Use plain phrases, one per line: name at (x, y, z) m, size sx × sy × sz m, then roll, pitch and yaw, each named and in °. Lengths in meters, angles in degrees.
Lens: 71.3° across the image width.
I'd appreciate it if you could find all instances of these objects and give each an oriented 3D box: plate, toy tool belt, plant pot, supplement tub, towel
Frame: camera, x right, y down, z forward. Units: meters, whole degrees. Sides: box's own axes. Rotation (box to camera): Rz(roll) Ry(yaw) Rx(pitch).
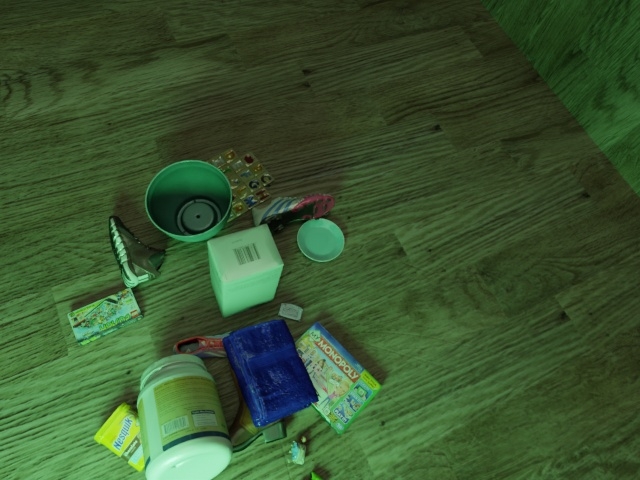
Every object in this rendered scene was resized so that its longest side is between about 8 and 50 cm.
plate at (0.000, 0.000, 1.755) m, size 0.188 × 0.024 × 0.188 m, roll 5°, pitch 64°, yaw -9°
toy tool belt at (-0.074, 0.660, 1.410) m, size 0.051 × 0.052 × 0.083 m, roll 14°, pitch 62°, yaw -13°
plant pot at (-0.458, -0.115, 1.621) m, size 0.294 × 0.196 × 0.292 m, roll 1°, pitch 70°, yaw -4°
supplement tub at (-0.397, 0.511, 1.281) m, size 0.229 × 0.228 × 0.316 m, roll -15°, pitch 45°, yaw -17°
towel at (-0.159, 0.409, 1.430) m, size 0.228 × 0.076 × 0.308 m, roll -15°, pitch 63°, yaw -26°

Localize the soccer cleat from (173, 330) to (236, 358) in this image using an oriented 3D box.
soccer cleat at (-0.360, 0.347, 1.482) m, size 0.248 × 0.095 × 0.082 m, roll -7°, pitch 66°, yaw -13°

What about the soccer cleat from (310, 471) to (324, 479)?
soccer cleat at (-0.060, 0.788, 1.352) m, size 0.072 × 0.060 × 0.179 m, roll 37°, pitch 57°, yaw 19°

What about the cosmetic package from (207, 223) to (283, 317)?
cosmetic package at (-0.251, 0.113, 1.463) m, size 0.197 × 0.365 × 0.155 m, roll -18°, pitch 71°, yaw -21°

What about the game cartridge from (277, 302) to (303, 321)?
game cartridge at (-0.108, 0.258, 1.617) m, size 0.084 × 0.017 × 0.055 m, roll 17°, pitch 66°, yaw -2°

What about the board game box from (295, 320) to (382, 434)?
board game box at (0.024, 0.463, 1.526) m, size 0.317 × 0.046 × 0.213 m, roll 43°, pitch 66°, yaw 11°

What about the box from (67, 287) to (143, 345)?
box at (-0.716, 0.252, 1.494) m, size 0.207 × 0.036 × 0.114 m, roll -25°, pitch 72°, yaw -20°

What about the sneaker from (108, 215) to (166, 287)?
sneaker at (-0.647, 0.027, 1.595) m, size 0.163 × 0.106 × 0.281 m, roll -14°, pitch 69°, yaw -32°

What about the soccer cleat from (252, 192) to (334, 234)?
soccer cleat at (-0.110, -0.133, 1.744) m, size 0.332 × 0.115 × 0.143 m, roll -20°, pitch 48°, yaw -19°

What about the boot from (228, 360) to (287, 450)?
boot at (-0.259, 0.515, 1.424) m, size 0.265 × 0.096 × 0.280 m, roll -14°, pitch 63°, yaw -8°

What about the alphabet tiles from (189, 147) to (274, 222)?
alphabet tiles at (-0.372, -0.225, 1.802) m, size 0.343 × 0.011 × 0.285 m, roll -34°, pitch 74°, yaw -23°

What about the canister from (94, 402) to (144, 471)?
canister at (-0.564, 0.590, 1.341) m, size 0.170 × 0.073 × 0.126 m, roll 34°, pitch 63°, yaw 5°
